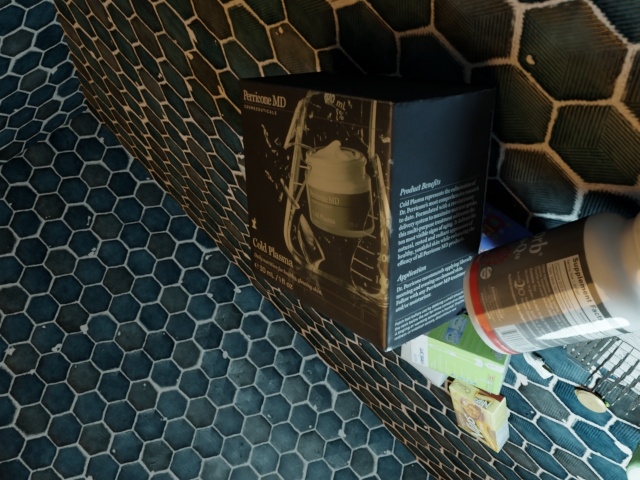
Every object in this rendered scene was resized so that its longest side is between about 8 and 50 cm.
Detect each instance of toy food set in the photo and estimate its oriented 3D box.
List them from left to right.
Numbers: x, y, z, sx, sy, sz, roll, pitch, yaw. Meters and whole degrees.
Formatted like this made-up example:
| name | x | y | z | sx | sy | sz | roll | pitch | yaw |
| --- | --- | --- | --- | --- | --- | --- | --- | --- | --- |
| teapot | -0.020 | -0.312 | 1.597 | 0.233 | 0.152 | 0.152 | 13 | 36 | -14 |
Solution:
| name | x | y | z | sx | sy | sz | roll | pitch | yaw |
| --- | --- | --- | --- | --- | --- | --- | --- | --- | --- |
| toy food set | 0.732 | 0.432 | 1.478 | 0.082 | 0.020 | 0.083 | 43 | 159 | 10 |

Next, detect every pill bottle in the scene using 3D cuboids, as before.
| name | x | y | z | sx | sy | sz | roll | pitch | yaw |
| --- | --- | --- | --- | --- | --- | --- | --- | --- | --- |
| pill bottle | 0.458 | 0.072 | 0.972 | 0.363 | 0.210 | 0.210 | -26 | 108 | 44 |

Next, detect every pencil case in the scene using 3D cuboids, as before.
| name | x | y | z | sx | sy | sz | roll | pitch | yaw |
| --- | --- | --- | --- | --- | --- | --- | --- | --- | --- |
| pencil case | 0.374 | -0.014 | 1.234 | 0.306 | 0.119 | 0.133 | 40 | 169 | 17 |

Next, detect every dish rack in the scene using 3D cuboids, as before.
| name | x | y | z | sx | sy | sz | roll | pitch | yaw |
| --- | --- | --- | --- | --- | --- | --- | --- | --- | --- |
| dish rack | 0.641 | 0.293 | 1.152 | 0.271 | 0.074 | 0.208 | 37 | 156 | 25 |

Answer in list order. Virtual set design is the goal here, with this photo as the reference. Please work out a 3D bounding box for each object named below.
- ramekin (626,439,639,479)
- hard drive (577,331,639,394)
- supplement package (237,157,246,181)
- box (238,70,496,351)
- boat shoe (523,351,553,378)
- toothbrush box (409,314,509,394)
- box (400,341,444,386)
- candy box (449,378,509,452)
| name | x | y | z | sx | sy | sz | roll | pitch | yaw |
| --- | --- | --- | --- | --- | --- | --- | --- | --- | --- |
| ramekin | 0.870 | 0.559 | 1.255 | 0.303 | 0.148 | 0.303 | 40 | 158 | 19 |
| hard drive | 0.676 | 0.202 | 1.115 | 0.237 | 0.064 | 0.339 | 41 | 158 | 16 |
| supplement package | -0.121 | -0.204 | 1.745 | 0.149 | 0.194 | 0.203 | 32 | 154 | 36 |
| box | 0.079 | -0.102 | 1.181 | 0.480 | 0.297 | 0.471 | 24 | 122 | 46 |
| boat shoe | 0.613 | 0.343 | 1.539 | 0.100 | 0.035 | 0.035 | 50 | 132 | 4 |
| toothbrush box | 0.421 | 0.322 | 1.650 | 0.283 | 0.122 | 0.206 | 16 | 147 | 24 |
| box | 0.390 | 0.391 | 1.933 | 0.181 | 0.119 | 0.182 | 37 | 157 | 26 |
| candy box | 0.590 | 0.636 | 2.027 | 0.183 | 0.087 | 0.316 | 29 | 153 | 40 |
